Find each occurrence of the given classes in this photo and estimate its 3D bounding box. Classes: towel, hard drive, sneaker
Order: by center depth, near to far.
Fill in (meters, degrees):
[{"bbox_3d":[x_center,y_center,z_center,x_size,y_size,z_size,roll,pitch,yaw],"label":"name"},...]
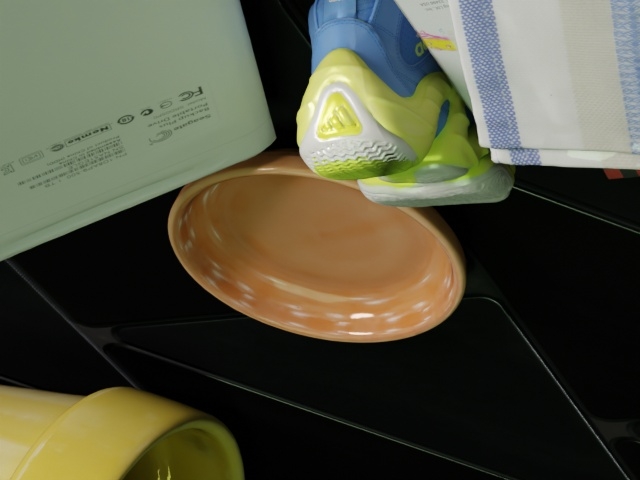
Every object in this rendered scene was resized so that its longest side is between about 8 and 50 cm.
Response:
[{"bbox_3d":[0.194,-0.105,0.877,0.285,0.034,0.209,1,142,17],"label":"towel"},{"bbox_3d":[-0.155,-0.095,1.028,0.233,0.047,0.353,-22,159,-3],"label":"hard drive"},{"bbox_3d":[0.054,-0.088,1.098,0.091,0.126,0.240,-3,174,16],"label":"sneaker"}]

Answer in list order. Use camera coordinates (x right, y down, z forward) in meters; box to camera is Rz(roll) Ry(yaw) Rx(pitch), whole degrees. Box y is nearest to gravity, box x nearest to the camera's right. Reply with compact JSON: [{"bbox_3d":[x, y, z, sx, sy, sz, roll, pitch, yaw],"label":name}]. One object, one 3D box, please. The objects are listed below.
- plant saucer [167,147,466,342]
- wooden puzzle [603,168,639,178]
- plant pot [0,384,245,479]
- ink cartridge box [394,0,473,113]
[{"bbox_3d":[0.000,0.000,1.289,0.200,0.037,0.200,10,147,7],"label":"plant saucer"},{"bbox_3d":[0.186,-0.055,1.156,0.083,0.006,0.049,-5,143,29],"label":"wooden puzzle"},{"bbox_3d":[-0.225,0.222,1.552,0.239,0.254,0.254,16,151,26],"label":"plant pot"},{"bbox_3d":[0.114,-0.135,1.000,0.127,0.072,0.175,-7,142,30],"label":"ink cartridge box"}]
